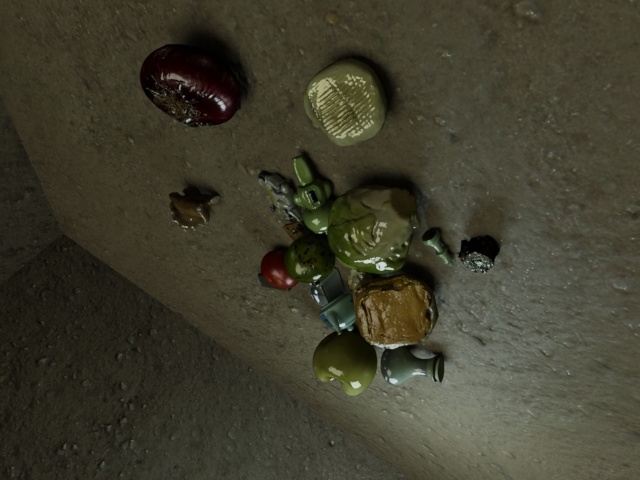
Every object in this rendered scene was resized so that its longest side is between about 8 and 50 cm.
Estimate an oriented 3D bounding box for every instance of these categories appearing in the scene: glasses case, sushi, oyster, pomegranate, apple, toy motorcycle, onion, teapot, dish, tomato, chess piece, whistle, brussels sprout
[{"bbox_3d":[-0.217,0.195,2.345,0.190,0.042,0.072,6,128,40],"label":"glasses case"},{"bbox_3d":[0.468,0.038,1.452,0.098,0.084,0.094,39,145,-7],"label":"sushi"},{"bbox_3d":[0.191,0.216,1.938,0.201,0.107,0.354,56,168,35],"label":"oyster"},{"bbox_3d":[-0.058,0.055,1.856,0.246,0.198,0.198,38,150,24],"label":"pomegranate"},{"bbox_3d":[0.120,0.537,2.245,0.295,0.258,0.233,26,145,12],"label":"apple"},{"bbox_3d":[-0.142,-0.163,1.803,0.229,0.074,0.151,56,150,-10],"label":"toy motorcycle"},{"bbox_3d":[-0.391,-0.486,1.525,0.314,0.232,0.314,16,164,5],"label":"onion"},{"bbox_3d":[0.388,0.528,2.072,0.251,0.183,0.183,-1,132,28],"label":"teapot"},{"bbox_3d":[0.012,0.208,2.106,0.182,0.080,0.243,12,138,35],"label":"dish"},{"bbox_3d":[-0.172,0.128,2.131,0.195,0.136,0.195,25,146,19],"label":"tomato"},{"bbox_3d":[0.382,0.031,1.556,0.059,0.059,0.149,-12,128,50],"label":"chess piece"},{"bbox_3d":[0.090,0.306,2.017,0.159,0.232,0.159,5,103,23],"label":"teapot"},{"bbox_3d":[-0.021,-0.151,1.682,0.141,0.141,0.294,-9,106,49],"label":"whistle"},{"bbox_3d":[0.153,-0.037,1.515,0.273,0.243,0.317,21,137,12],"label":"brussels sprout"}]

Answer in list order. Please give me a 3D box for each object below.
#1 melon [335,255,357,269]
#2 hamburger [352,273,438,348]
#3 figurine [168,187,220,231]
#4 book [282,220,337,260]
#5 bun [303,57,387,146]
[{"bbox_3d":[0.106,0.046,1.758,0.118,0.064,0.209,33,165,-5],"label":"melon"},{"bbox_3d":[0.266,0.239,1.746,0.318,0.158,0.319,-1,117,-1],"label":"hamburger"},{"bbox_3d":[-0.559,-0.123,2.157,0.247,0.177,0.173,11,120,25],"label":"figurine"},{"bbox_3d":[0.000,0.000,1.917,0.295,0.020,0.208,-12,123,50],"label":"book"},{"bbox_3d":[0.071,-0.360,1.300,0.229,0.145,0.229,5,106,19],"label":"bun"}]
